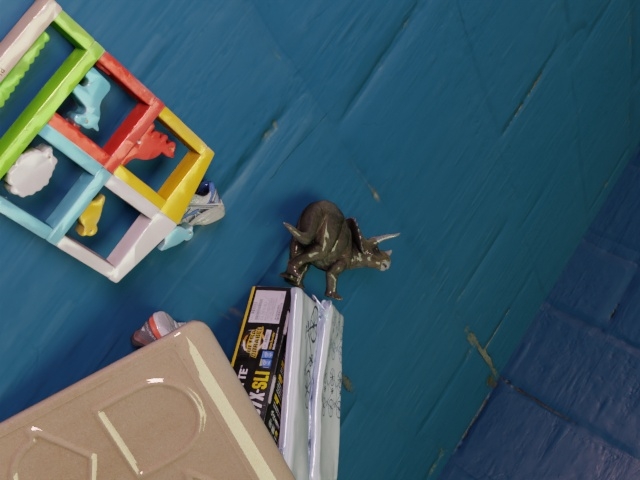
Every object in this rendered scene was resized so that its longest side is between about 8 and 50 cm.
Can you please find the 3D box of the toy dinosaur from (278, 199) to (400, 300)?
[{"bbox_3d":[0.000,0.000,1.067,0.313,0.121,0.160,36,71,-52],"label":"toy dinosaur"}]

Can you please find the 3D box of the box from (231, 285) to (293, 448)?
[{"bbox_3d":[-0.069,0.274,1.069,0.321,0.080,0.257,77,16,-46],"label":"box"}]

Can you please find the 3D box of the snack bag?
[{"bbox_3d":[-0.007,0.253,1.092,0.342,0.037,0.322,55,37,-68],"label":"snack bag"}]

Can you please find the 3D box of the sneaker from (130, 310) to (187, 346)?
[{"bbox_3d":[-0.216,0.151,0.927,0.065,0.061,0.158,-31,143,2],"label":"sneaker"}]

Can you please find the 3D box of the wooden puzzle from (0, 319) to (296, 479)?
[{"bbox_3d":[-0.233,0.306,0.820,0.348,0.080,0.322,-29,107,-11],"label":"wooden puzzle"}]

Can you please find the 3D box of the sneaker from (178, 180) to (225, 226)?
[{"bbox_3d":[-0.182,-0.039,0.831,0.135,0.052,0.058,-36,130,-45],"label":"sneaker"}]

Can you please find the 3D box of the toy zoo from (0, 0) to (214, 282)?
[{"bbox_3d":[-0.237,-0.080,0.693,0.192,0.030,0.293,-56,137,-9],"label":"toy zoo"}]
